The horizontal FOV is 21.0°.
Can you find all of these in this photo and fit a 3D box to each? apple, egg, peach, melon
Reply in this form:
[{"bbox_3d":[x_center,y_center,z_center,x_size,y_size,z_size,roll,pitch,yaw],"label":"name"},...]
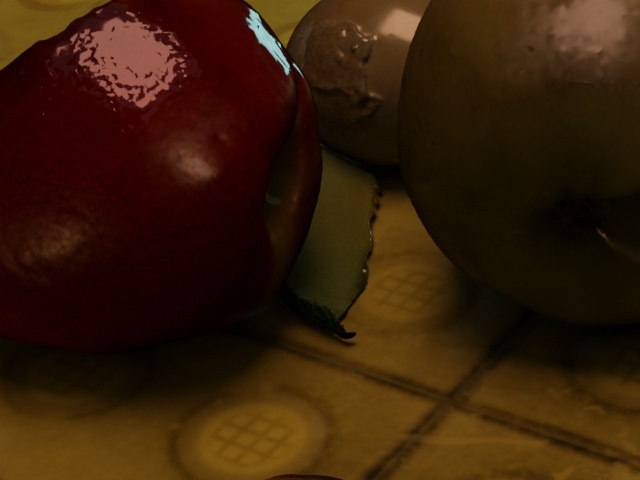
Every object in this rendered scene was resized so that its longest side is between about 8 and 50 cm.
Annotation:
[{"bbox_3d":[0.193,-0.082,1.203,0.292,0.292,0.254,4,35,16],"label":"apple"},{"bbox_3d":[0.060,-0.139,1.436,0.202,0.164,0.164,6,33,33],"label":"egg"},{"bbox_3d":[-0.170,-0.059,1.253,0.338,0.281,0.281,9,35,24],"label":"peach"},{"bbox_3d":[0.000,0.000,1.355,0.114,0.053,0.261,8,34,-10],"label":"melon"}]

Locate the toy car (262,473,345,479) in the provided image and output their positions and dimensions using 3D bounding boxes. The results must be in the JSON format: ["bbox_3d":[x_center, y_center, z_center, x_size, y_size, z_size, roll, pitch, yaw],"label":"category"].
[{"bbox_3d":[-0.015,0.213,0.908,0.200,0.142,0.248,-18,35,-18],"label":"toy car"}]
